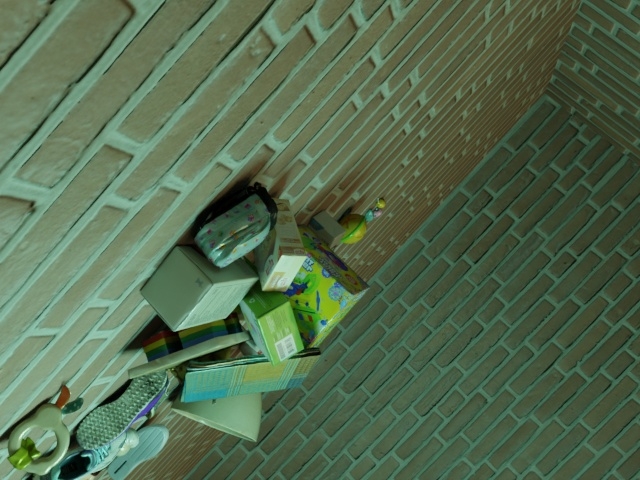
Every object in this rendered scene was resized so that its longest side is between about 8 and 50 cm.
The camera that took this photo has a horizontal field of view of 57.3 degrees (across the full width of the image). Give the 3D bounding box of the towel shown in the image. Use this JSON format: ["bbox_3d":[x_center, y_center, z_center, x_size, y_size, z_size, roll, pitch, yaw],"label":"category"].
[{"bbox_3d":[-0.205,0.381,1.658,0.371,0.040,0.271,-3,149,-20],"label":"towel"}]

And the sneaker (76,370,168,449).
[{"bbox_3d":[-0.548,0.486,1.674,0.293,0.102,0.146,-41,166,-20],"label":"sneaker"}]

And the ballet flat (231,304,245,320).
[{"bbox_3d":[-0.246,0.220,1.858,0.077,0.077,0.231,-48,166,5],"label":"ballet flat"}]

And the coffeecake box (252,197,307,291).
[{"bbox_3d":[-0.110,0.010,1.441,0.068,0.185,0.142,4,138,-28],"label":"coffeecake box"}]

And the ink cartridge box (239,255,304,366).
[{"bbox_3d":[-0.164,0.180,1.551,0.097,0.255,0.188,-29,130,-20],"label":"ink cartridge box"}]

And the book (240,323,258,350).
[{"bbox_3d":[-0.255,0.303,1.925,0.035,0.144,0.096,-43,166,-13],"label":"book"}]

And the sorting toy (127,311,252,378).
[{"bbox_3d":[-0.339,0.265,1.540,0.256,0.089,0.257,-21,171,11],"label":"sorting toy"}]

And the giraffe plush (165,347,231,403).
[{"bbox_3d":[-0.386,0.378,1.778,0.181,0.210,0.170,-36,136,22],"label":"giraffe plush"}]

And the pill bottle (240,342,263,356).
[{"bbox_3d":[-0.157,0.391,2.377,0.323,0.181,0.181,-42,165,-18],"label":"pill bottle"}]

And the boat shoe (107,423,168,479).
[{"bbox_3d":[-0.662,0.757,2.142,0.302,0.109,0.094,-41,-177,16],"label":"boat shoe"}]

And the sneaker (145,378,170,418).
[{"bbox_3d":[-0.519,0.499,1.864,0.086,0.064,0.192,-29,156,-36],"label":"sneaker"}]

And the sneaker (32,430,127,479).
[{"bbox_3d":[-0.648,0.613,1.646,0.122,0.110,0.283,-27,-179,38],"label":"sneaker"}]

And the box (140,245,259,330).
[{"bbox_3d":[-0.273,0.103,1.357,0.148,0.127,0.232,-49,165,12],"label":"box"}]

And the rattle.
[{"bbox_3d":[-0.628,0.428,1.359,0.143,0.130,0.199,122,-12,-75],"label":"rattle"}]

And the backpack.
[{"bbox_3d":[-0.185,-0.026,1.285,0.182,0.115,0.152,-36,165,-27],"label":"backpack"}]

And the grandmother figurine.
[{"bbox_3d":[-0.718,0.714,1.828,0.342,0.104,0.208,-40,176,-15],"label":"grandmother figurine"}]

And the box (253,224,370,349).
[{"bbox_3d":[-0.062,0.151,1.765,0.279,0.290,0.177,-50,166,17],"label":"box"}]

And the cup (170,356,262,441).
[{"bbox_3d":[-0.344,0.563,2.142,0.331,0.331,0.236,99,12,-66],"label":"cup"}]

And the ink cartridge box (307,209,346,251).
[{"bbox_3d":[0.000,0.000,1.909,0.060,0.104,0.180,-36,163,-39],"label":"ink cartridge box"}]

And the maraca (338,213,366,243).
[{"bbox_3d":[0.105,-0.042,2.125,0.127,0.099,0.186,-46,-169,-14],"label":"maraca"}]

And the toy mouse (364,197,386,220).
[{"bbox_3d":[0.220,-0.110,2.389,0.143,0.031,0.161,-50,166,15],"label":"toy mouse"}]
